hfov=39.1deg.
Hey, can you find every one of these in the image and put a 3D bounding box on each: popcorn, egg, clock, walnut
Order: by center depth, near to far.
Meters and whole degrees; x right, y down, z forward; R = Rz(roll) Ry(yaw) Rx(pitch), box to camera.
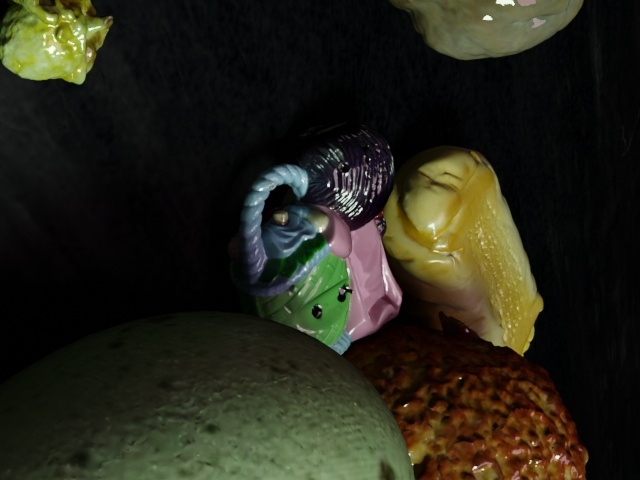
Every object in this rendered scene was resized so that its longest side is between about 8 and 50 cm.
[{"bbox_3d":[-0.165,-0.131,0.537,0.068,0.059,0.083,-50,134,-29],"label":"popcorn"},{"bbox_3d":[-0.099,0.196,0.591,0.379,0.287,0.288,-26,127,-50],"label":"egg"},{"bbox_3d":[0.148,-0.269,0.802,0.224,0.224,0.224,-31,131,-45],"label":"walnut"},{"bbox_3d":[0.000,0.000,0.815,0.194,0.100,0.195,-28,121,-47],"label":"clock"}]

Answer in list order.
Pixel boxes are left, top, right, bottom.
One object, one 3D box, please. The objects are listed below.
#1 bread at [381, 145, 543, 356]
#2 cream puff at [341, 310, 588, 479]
[{"bbox_3d":[0.155,0.030,1.021,0.173,0.121,0.311,-53,132,-31],"label":"bread"},{"bbox_3d":[0.067,0.229,0.843,0.228,0.350,0.350,29,82,-50],"label":"cream puff"}]
